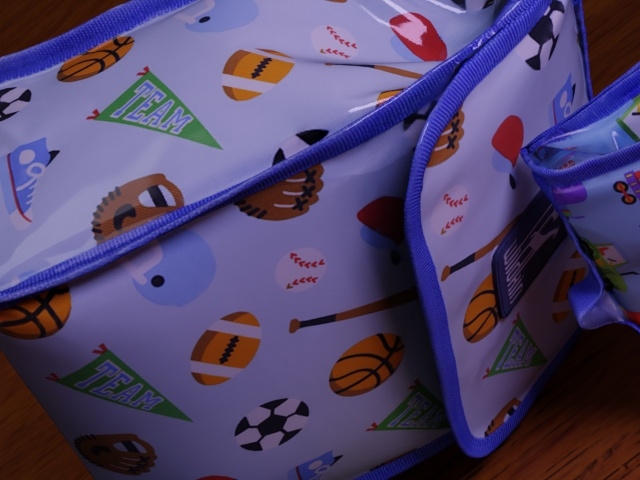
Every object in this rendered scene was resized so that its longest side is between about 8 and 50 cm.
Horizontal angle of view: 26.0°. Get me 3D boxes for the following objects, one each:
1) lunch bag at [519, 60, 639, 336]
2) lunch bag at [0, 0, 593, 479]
[{"bbox_3d":[0.271,-0.020,0.762,0.293,0.221,0.138,-30,31,18],"label":"lunch bag"},{"bbox_3d":[0.000,0.000,0.876,0.385,0.328,0.239,-24,49,-5],"label":"lunch bag"}]
